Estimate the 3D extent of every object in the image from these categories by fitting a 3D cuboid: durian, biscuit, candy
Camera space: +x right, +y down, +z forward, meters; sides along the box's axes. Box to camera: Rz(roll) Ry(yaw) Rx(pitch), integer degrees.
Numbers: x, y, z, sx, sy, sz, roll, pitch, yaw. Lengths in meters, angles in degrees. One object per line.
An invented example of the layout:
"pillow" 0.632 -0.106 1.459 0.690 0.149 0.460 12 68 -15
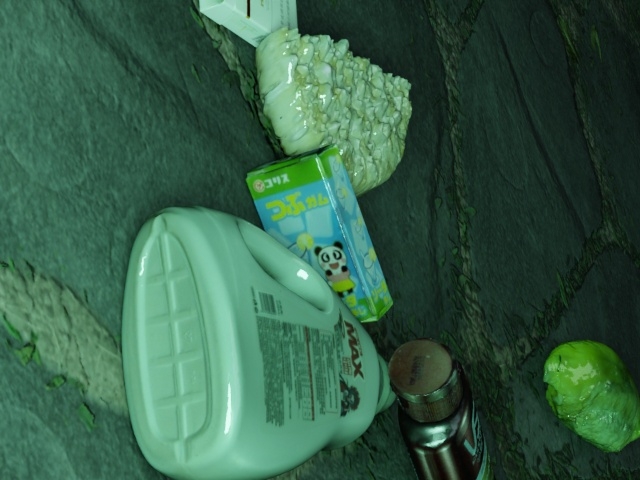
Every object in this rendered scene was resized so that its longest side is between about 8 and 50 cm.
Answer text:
"durian" 0.402 0.222 2.357 0.250 0.101 0.139 51 36 -36
"biscuit" 0.015 -0.137 1.863 0.281 0.084 0.179 21 65 -55
"candy" 0.000 0.000 1.747 0.062 0.097 0.194 -35 107 -59

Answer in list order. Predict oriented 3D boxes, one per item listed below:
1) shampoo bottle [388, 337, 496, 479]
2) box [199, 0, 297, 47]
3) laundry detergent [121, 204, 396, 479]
"shampoo bottle" 0.141 0.221 1.799 0.323 0.084 0.129 71 27 -52
"box" -0.080 -0.270 1.801 0.154 0.040 0.084 27 56 -53
"laundry detergent" -0.038 0.114 1.598 0.398 0.125 0.264 16 62 -59
